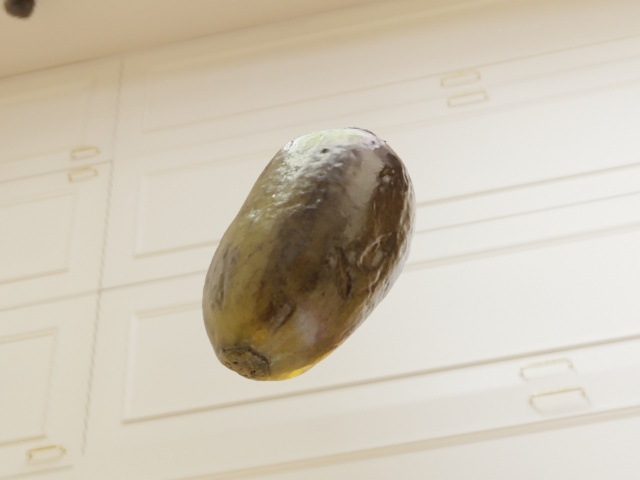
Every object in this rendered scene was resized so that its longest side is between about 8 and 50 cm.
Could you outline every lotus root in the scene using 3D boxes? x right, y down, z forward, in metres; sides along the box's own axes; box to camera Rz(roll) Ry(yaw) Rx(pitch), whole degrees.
[{"bbox_3d":[0.000,0.000,0.469,0.080,0.089,0.179,-46,11,45],"label":"lotus root"}]
